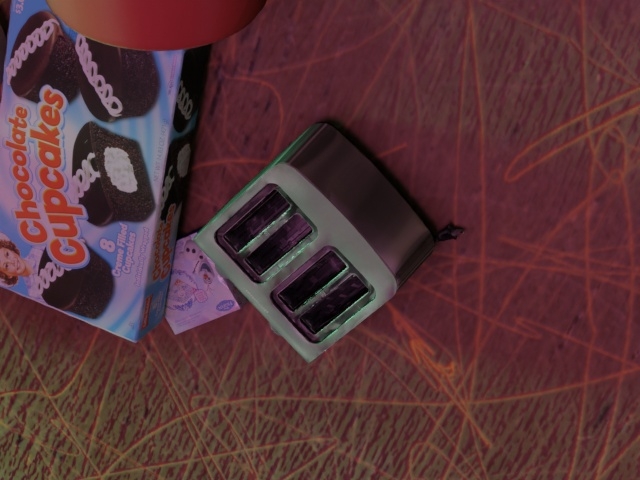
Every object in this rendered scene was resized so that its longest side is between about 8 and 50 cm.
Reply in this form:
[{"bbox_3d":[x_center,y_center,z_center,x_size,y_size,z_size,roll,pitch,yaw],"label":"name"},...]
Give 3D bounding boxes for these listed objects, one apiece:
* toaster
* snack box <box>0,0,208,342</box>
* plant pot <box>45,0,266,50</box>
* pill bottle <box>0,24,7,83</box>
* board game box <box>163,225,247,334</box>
[{"bbox_3d":[0.000,0.000,1.481,0.168,0.110,0.186,47,124,-4],"label":"toaster"},{"bbox_3d":[-0.224,-0.077,1.562,0.187,0.060,0.322,21,118,17],"label":"snack box"},{"bbox_3d":[-0.136,-0.307,1.310,0.275,0.275,0.243,18,131,16],"label":"plant pot"},{"bbox_3d":[-0.420,-0.173,1.581,0.216,0.121,0.121,-8,111,27],"label":"pill bottle"},{"bbox_3d":[-0.132,0.041,1.617,0.090,0.020,0.090,-22,102,32],"label":"board game box"}]
